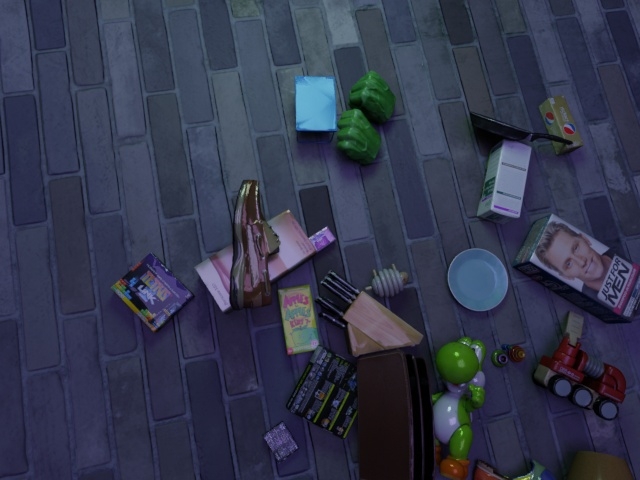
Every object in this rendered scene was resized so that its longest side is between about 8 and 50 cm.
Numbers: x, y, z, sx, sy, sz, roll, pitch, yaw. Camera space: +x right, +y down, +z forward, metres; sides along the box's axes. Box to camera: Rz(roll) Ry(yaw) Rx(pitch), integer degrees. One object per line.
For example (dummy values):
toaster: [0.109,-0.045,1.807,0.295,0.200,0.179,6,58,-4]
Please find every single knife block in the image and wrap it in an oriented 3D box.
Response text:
knife block: [0.127,0.193,1.274,0.275,0.088,0.242,-8,81,-7]

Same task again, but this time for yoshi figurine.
yoshi figurine: [0.342,0.422,1.205,0.203,0.203,0.362,19,75,4]

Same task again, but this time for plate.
plate: [0.469,0.118,1.360,0.188,0.024,0.188,1,80,-6]

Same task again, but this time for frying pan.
frying pan: [0.605,-0.346,1.423,0.326,0.197,0.053,7,115,-27]

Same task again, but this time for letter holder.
letter holder: [0.210,0.437,1.125,0.152,0.214,0.302,12,65,-25]

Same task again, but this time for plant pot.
plant pot: [0.740,0.702,1.189,0.237,0.237,0.254,17,64,-3]

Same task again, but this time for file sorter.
file sorter: [-0.019,-0.390,1.364,0.118,0.104,0.170,-1,80,-7]

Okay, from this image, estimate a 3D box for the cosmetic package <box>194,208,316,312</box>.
cosmetic package: [-0.174,0.060,1.246,0.296,0.129,0.153,-34,85,-11]

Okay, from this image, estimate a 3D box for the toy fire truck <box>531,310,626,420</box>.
toy fire truck: [0.753,0.344,1.299,0.217,0.158,0.246,26,88,0]

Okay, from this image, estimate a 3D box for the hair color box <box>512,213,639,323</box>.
hair color box: [0.781,0.088,1.359,0.347,0.105,0.174,31,77,1]

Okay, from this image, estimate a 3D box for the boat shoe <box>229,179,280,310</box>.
boat shoe: [-0.163,0.013,1.140,0.120,0.122,0.324,3,86,-10]

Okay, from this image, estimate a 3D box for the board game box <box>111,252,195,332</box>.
board game box: [-0.456,0.142,1.241,0.170,0.048,0.141,44,79,3]

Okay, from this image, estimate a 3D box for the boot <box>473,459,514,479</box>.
boot: [0.478,0.666,1.204,0.059,0.158,0.085,33,80,-40]

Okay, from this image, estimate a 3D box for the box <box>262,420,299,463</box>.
box: [-0.107,0.540,1.216,0.067,0.018,0.083,-33,84,-11]

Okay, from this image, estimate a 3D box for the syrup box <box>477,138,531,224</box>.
syrup box: [0.563,-0.178,1.392,0.096,0.093,0.237,17,78,-3]

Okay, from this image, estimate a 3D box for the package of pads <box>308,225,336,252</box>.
package of pads: [0.000,0.000,1.327,0.083,0.032,0.050,-33,83,-11]

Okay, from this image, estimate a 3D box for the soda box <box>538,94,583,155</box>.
soda box: [0.778,-0.373,1.470,0.058,0.061,0.181,-13,81,-9]

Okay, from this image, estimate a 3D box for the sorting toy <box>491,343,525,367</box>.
sorting toy: [0.551,0.332,1.317,0.102,0.042,0.061,-15,81,-9]

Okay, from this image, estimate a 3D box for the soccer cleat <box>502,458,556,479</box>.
soccer cleat: [0.512,0.717,1.230,0.289,0.093,0.121,-36,54,-7]

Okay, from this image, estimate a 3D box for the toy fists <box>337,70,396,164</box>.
toy fists: [0.128,-0.373,1.358,0.096,0.142,0.279,11,73,41]

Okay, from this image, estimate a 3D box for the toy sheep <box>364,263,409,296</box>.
toy sheep: [0.190,0.120,1.300,0.132,0.091,0.091,-19,81,4]

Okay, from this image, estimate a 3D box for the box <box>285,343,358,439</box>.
box: [0.030,0.408,1.224,0.184,0.045,0.191,33,77,-17]

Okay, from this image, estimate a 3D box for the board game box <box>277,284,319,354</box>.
board game box: [-0.062,0.221,1.271,0.092,0.043,0.181,-9,80,-8]
